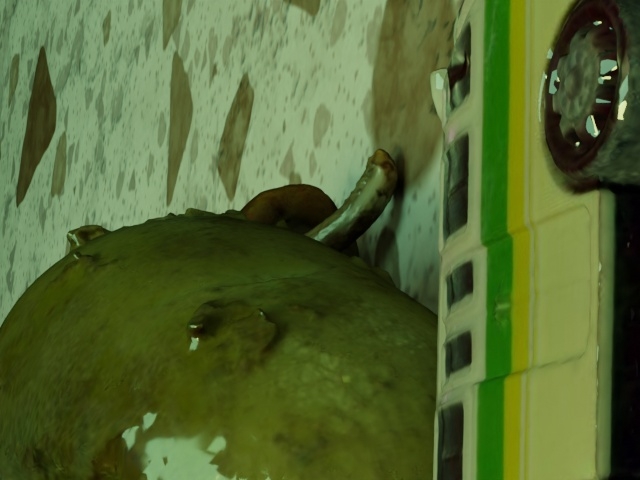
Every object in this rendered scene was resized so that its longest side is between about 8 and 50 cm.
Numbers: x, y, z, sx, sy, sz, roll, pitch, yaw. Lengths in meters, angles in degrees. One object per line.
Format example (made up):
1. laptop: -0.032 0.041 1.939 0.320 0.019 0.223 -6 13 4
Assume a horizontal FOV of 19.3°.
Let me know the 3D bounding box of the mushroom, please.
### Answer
1. mushroom: -0.002 -0.003 1.070 0.129 0.088 0.073 -46 20 10

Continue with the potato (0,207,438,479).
1. potato: -0.036 0.108 0.902 0.359 0.219 0.270 -18 88 60

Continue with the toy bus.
1. toy bus: 0.117 0.026 0.597 0.179 0.143 0.306 152 121 -69
